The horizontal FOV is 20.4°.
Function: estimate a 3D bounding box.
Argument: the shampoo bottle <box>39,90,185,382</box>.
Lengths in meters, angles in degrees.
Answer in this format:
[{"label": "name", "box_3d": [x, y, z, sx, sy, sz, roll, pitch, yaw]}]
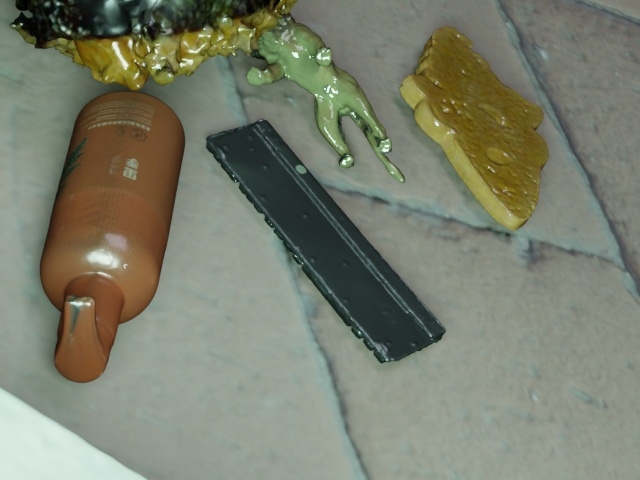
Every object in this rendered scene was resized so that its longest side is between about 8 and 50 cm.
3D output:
[{"label": "shampoo bottle", "box_3d": [-0.140, -0.002, 1.169, 0.085, 0.085, 0.244, 28, 33, -17]}]

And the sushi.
[{"label": "sushi", "box_3d": [-0.136, -0.230, 1.324, 0.348, 0.234, 0.207, -52, 135, -70]}]

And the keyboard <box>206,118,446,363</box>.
[{"label": "keyboard", "box_3d": [0.000, 0.000, 1.359, 0.072, 0.023, 0.231, -23, 67, -46]}]

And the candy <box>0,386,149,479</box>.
[{"label": "candy", "box_3d": [-0.166, 0.200, 0.859, 0.359, 0.145, 0.208, 33, 36, -10]}]

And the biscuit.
[{"label": "biscuit", "box_3d": [0.143, -0.102, 1.603, 0.162, 0.035, 0.250, 13, 41, -26]}]

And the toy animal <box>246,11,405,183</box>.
[{"label": "toy animal", "box_3d": [-0.003, -0.128, 1.462, 0.220, 0.069, 0.086, 50, 16, 12]}]
